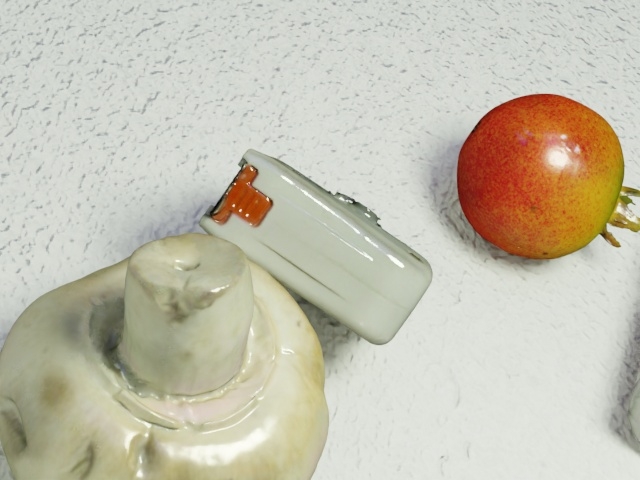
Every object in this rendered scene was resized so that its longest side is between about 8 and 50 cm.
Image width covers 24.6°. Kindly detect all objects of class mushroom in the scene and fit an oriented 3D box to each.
[{"bbox_3d":[-0.162,0.133,1.528,0.353,0.353,0.325,11,19,-12],"label":"mushroom"}]

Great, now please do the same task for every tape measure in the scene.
[{"bbox_3d":[0.000,0.000,1.707,0.258,0.130,0.265,33,5,-3],"label":"tape measure"}]

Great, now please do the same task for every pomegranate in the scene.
[{"bbox_3d":[0.301,-0.073,1.897,0.256,0.221,0.221,23,49,-4],"label":"pomegranate"}]

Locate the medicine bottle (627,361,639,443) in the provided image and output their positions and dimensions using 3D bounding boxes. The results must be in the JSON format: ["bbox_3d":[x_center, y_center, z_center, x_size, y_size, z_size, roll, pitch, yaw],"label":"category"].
[{"bbox_3d":[0.514,0.118,1.824,0.212,0.212,0.325,25,48,1],"label":"medicine bottle"}]
